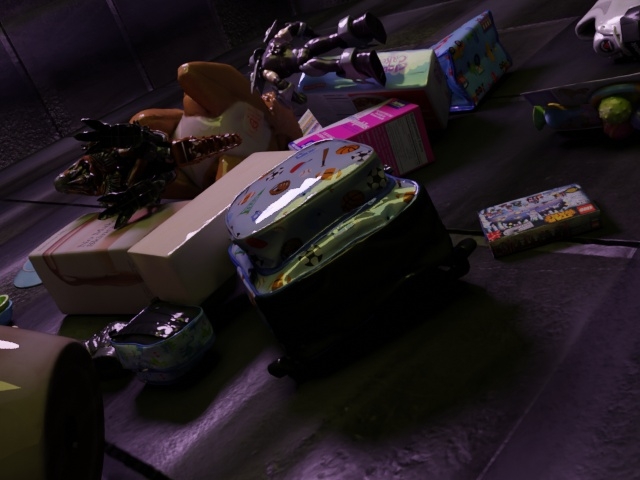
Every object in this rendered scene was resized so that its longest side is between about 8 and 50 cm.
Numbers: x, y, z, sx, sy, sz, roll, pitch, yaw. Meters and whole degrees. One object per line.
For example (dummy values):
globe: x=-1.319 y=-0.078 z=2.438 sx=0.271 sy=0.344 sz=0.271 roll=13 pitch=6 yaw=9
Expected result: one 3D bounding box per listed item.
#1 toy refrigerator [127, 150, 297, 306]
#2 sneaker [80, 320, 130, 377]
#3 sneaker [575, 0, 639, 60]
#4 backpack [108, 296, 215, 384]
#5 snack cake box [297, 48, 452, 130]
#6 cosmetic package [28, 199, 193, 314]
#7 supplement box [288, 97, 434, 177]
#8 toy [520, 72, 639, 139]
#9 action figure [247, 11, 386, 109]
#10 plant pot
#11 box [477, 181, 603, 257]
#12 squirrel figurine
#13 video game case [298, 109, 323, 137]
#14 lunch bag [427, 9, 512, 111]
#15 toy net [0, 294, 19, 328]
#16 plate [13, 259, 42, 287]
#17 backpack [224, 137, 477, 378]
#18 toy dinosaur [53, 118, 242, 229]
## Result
toy refrigerator: x=-0.131 y=-0.022 z=0.985 sx=0.102 sy=0.094 sz=0.269 roll=4 pitch=38 yaw=43
sneaker: x=-0.305 y=0.152 z=0.964 sx=0.170 sy=0.051 sz=0.089 roll=-6 pitch=28 yaw=21
sneaker: x=0.599 y=-0.386 z=1.275 sx=0.146 sy=0.122 sz=0.330 roll=-38 pitch=24 yaw=7
backpack: x=-0.192 y=0.130 z=0.870 sx=0.114 sy=0.084 sz=0.105 roll=-4 pitch=27 yaw=40
snack cake box: x=0.107 y=-0.286 z=1.335 sx=0.264 sy=0.152 sz=0.089 roll=3 pitch=67 yaw=26
cosmetic package: x=-0.309 y=0.030 z=1.118 sx=0.296 sy=0.129 sz=0.153 roll=-5 pitch=30 yaw=33
supplement box: x=0.072 y=-0.155 z=1.209 sx=0.220 sy=0.114 sz=0.111 roll=-25 pitch=25 yaw=-10
toy: x=0.431 y=-0.185 z=1.008 sx=0.237 sy=0.137 sz=0.056 roll=4 pitch=75 yaw=41
action figure: x=-0.020 y=-0.337 z=1.275 sx=0.285 sy=0.099 sz=0.185 roll=2 pitch=76 yaw=30
plant pot: x=-0.375 y=0.202 z=0.665 sx=0.280 sy=0.323 sz=0.323 roll=-4 pitch=25 yaw=-3
box: x=0.278 y=-0.028 z=0.879 sx=0.137 sy=0.027 sz=0.094 roll=-17 pitch=26 yaw=10
squirrel figurine: x=-0.253 y=-0.189 z=1.442 sx=0.370 sy=0.281 sz=0.397 roll=-17 pitch=9 yaw=36
video game case: x=0.030 y=-0.289 z=1.527 sx=0.212 sy=0.023 sz=0.193 roll=-53 pitch=31 yaw=-7
lunch bag: x=0.230 y=-0.356 z=1.497 sx=0.293 sy=0.138 sz=0.221 roll=-10 pitch=28 yaw=45
toy net: x=-0.568 y=0.168 z=1.148 sx=0.122 sy=0.045 sz=0.232 roll=-29 pitch=25 yaw=-17
plate: x=-0.559 y=0.037 z=1.436 sx=0.188 sy=0.024 sz=0.188 roll=-19 pitch=24 yaw=9
backpack: x=0.000 y=0.000 z=0.855 sx=0.276 sy=0.213 sz=0.263 roll=-30 pitch=15 yaw=-10
toy dinosaur: x=-0.301 y=-0.139 z=1.146 sx=0.322 sy=0.164 sz=0.218 roll=-34 pitch=7 yaw=11
